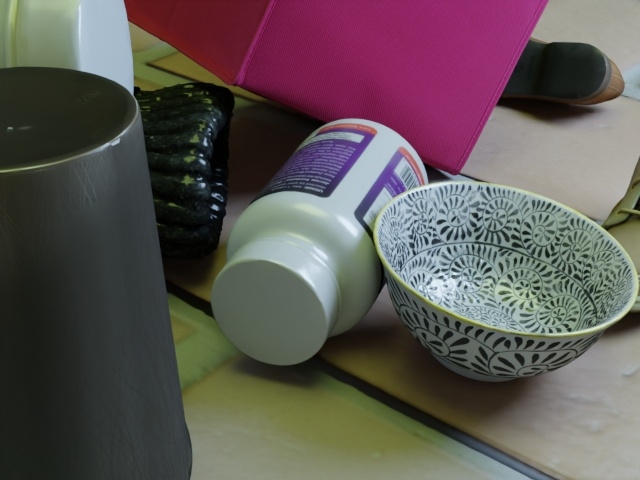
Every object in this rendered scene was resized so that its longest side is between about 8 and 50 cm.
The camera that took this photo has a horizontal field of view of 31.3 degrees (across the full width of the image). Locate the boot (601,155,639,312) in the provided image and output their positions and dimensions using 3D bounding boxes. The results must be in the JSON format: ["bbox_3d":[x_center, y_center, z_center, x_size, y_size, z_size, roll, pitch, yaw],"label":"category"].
[{"bbox_3d":[0.249,-0.054,0.821,0.077,0.165,0.213,20,34,32],"label":"boot"}]

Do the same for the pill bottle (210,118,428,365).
[{"bbox_3d":[0.000,0.000,0.786,0.108,0.108,0.193,11,32,17],"label":"pill bottle"}]

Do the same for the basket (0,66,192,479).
[{"bbox_3d":[-0.151,0.037,0.605,0.154,0.227,0.204,-1,31,-2],"label":"basket"}]

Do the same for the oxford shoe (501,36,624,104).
[{"bbox_3d":[0.203,-0.170,1.138,0.212,0.076,0.076,24,8,38],"label":"oxford shoe"}]

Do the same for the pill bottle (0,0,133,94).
[{"bbox_3d":[-0.290,-0.106,0.731,0.318,0.176,0.176,-2,30,4],"label":"pill bottle"}]

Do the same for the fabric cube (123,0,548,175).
[{"bbox_3d":[0.013,-0.241,0.967,0.258,0.254,0.259,15,16,-40],"label":"fabric cube"}]

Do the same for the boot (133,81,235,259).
[{"bbox_3d":[-0.197,-0.121,0.920,0.260,0.131,0.348,-4,55,2],"label":"boot"}]

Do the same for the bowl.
[{"bbox_3d":[0.111,0.039,0.739,0.170,0.080,0.170,7,32,-5],"label":"bowl"}]
